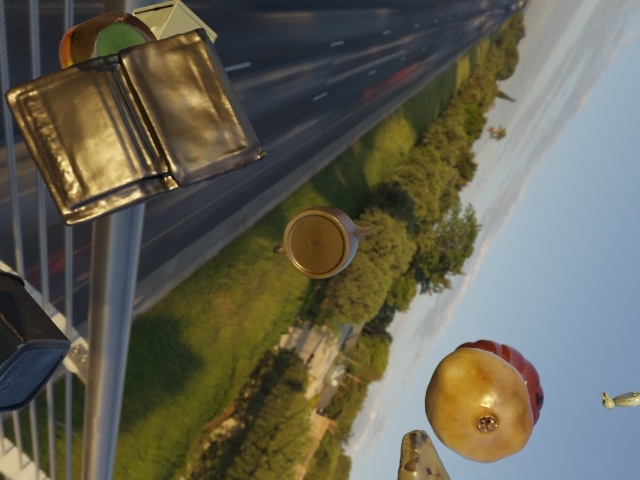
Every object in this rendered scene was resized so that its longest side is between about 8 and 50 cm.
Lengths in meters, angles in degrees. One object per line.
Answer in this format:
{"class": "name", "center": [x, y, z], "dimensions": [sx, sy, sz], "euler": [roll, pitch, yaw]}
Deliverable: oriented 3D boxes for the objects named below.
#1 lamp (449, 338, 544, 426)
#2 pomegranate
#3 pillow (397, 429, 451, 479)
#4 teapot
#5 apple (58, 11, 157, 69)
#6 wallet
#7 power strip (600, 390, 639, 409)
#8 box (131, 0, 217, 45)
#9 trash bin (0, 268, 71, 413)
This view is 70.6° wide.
{"class": "lamp", "center": [0.500, 0.449, 1.348], "dimensions": [0.303, 0.303, 0.257], "euler": [-64, 167, 7]}
{"class": "pomegranate", "center": [0.334, 0.347, 0.958], "dimensions": [0.233, 0.233, 0.233], "euler": [-60, 169, -19]}
{"class": "pillow", "center": [0.132, 0.329, 0.482], "dimensions": [0.093, 0.241, 0.051], "euler": [-22, 176, -40]}
{"class": "teapot", "center": [0.000, 0.000, 1.217], "dimensions": [0.175, 0.267, 0.186], "euler": [-23, 102, -70]}
{"class": "apple", "center": [-0.365, -0.311, 0.799], "dimensions": [0.163, 0.146, 0.147], "euler": [-40, 119, -31]}
{"class": "wallet", "center": [-0.279, -0.178, 0.702], "dimensions": [0.322, 0.247, 0.041], "euler": [-25, 178, -13]}
{"class": "power strip", "center": [0.632, 0.328, 0.944], "dimensions": [0.083, 0.035, 0.055], "euler": [-27, 166, 30]}
{"class": "box", "center": [-0.382, -0.403, 1.034], "dimensions": [0.117, 0.224, 0.225], "euler": [31, 81, -47]}
{"class": "trash bin", "center": [-0.664, 0.184, 0.893], "dimensions": [0.209, 0.290, 0.182], "euler": [-53, 163, -4]}
